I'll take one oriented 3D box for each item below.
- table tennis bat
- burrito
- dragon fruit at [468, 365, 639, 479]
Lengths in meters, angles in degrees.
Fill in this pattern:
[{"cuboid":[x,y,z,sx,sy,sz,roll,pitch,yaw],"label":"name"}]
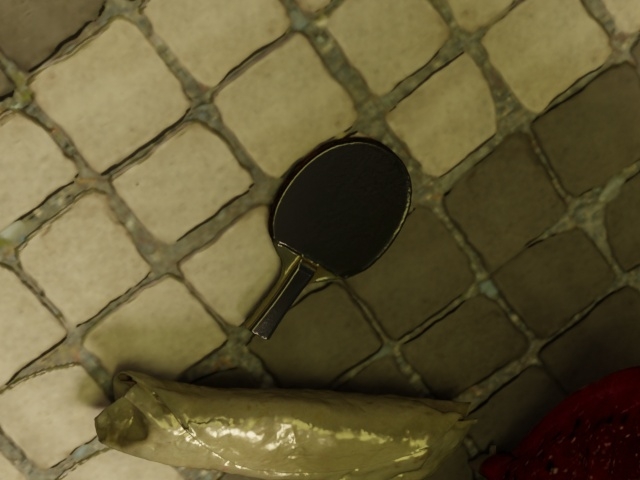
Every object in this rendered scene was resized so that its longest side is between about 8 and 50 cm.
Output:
[{"cuboid":[0.000,0.000,1.316,0.095,0.014,0.158,28,103,-31],"label":"table tennis bat"},{"cuboid":[-0.021,0.132,1.354,0.275,0.059,0.082,9,128,-24],"label":"burrito"},{"cuboid":[0.244,0.293,1.351,0.249,0.371,0.386,24,116,-21],"label":"dragon fruit"}]
